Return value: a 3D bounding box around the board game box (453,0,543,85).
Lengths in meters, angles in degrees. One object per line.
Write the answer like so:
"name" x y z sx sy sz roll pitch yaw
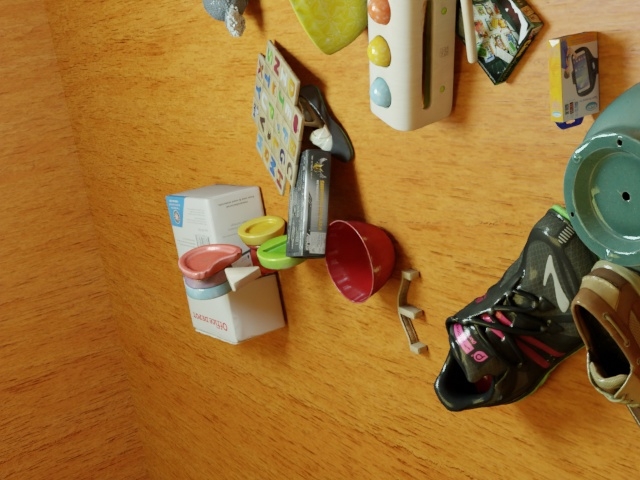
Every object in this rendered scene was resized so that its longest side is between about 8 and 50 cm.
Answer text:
"board game box" 0.255 -0.396 1.465 0.259 0.030 0.136 60 150 21

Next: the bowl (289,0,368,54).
"bowl" 0.035 -0.501 1.615 0.156 0.289 0.289 -18 90 19

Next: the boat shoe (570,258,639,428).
"boat shoe" 0.442 0.178 1.298 0.122 0.120 0.324 12 134 60

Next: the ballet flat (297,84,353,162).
"ballet flat" -0.004 -0.248 1.933 0.203 0.074 0.074 63 149 16

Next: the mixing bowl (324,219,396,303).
"mixing bowl" 0.095 0.033 1.886 0.181 0.098 0.181 33 132 47

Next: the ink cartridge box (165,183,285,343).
"ink cartridge box" -0.261 0.056 2.426 0.285 0.166 0.394 9 112 58

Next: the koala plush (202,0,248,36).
"koala plush" -0.224 -0.591 2.027 0.196 0.203 0.221 52 156 32

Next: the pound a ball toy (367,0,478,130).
"pound a ball toy" 0.161 -0.337 1.495 0.208 0.136 0.319 46 150 44

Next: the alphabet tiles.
"alphabet tiles" -0.103 -0.283 2.043 0.342 0.011 0.285 -120 32 -49

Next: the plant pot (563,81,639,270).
"plant pot" 0.444 -0.073 1.149 0.293 0.196 0.293 36 135 47

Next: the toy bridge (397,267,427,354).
"toy bridge" 0.188 0.148 1.865 0.063 0.026 0.188 21 122 57

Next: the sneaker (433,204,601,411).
"sneaker" 0.322 0.145 1.460 0.185 0.202 0.482 52 144 31

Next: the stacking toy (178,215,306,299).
"stacking toy" -0.166 0.075 2.158 0.279 0.309 0.130 23 132 51

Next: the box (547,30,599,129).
"box" 0.371 -0.232 1.301 0.028 0.081 0.136 15 118 55

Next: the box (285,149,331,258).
"box" -0.028 -0.075 1.962 0.183 0.056 0.231 169 104 -77
